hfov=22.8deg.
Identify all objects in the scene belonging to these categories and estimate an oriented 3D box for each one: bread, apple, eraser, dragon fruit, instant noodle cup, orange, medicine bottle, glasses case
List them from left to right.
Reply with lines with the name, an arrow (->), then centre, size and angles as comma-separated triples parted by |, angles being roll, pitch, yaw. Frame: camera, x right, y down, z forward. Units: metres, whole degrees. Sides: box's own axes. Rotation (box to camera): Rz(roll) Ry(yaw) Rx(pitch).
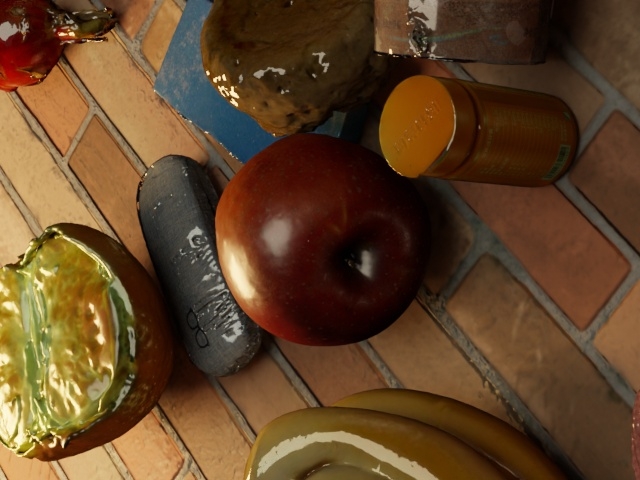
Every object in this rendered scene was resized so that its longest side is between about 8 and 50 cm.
dragon fruit -> -0.367, -0.271, 2.091 | 0.246, 0.125, 0.125 | -5, 71, 28
orange -> -0.294, 0.120, 1.920 | 0.334, 0.196, 0.263 | -41, 71, 52
glasses case -> -0.144, 0.027, 1.878 | 0.109, 0.067, 0.282 | -39, 64, 34
eraser -> -0.073, -0.164, 1.835 | 0.312, 0.042, 0.144 | 39, 114, 38
bread -> -0.016, -0.209, 1.686 | 0.230, 0.123, 0.230 | -11, 47, 12
apple -> 0.000, 0.000, 1.640 | 0.201, 0.218, 0.218 | -133, 57, -64
bread -> 0.091, 0.336, 1.511 | 0.424, 0.245, 0.329 | 48, 120, 30
instant noodle cup -> 0.139, -0.276, 1.529 | 0.217, 0.217, 0.207 | 12, 104, 44
medicine bottle -> 0.153, -0.101, 1.509 | 0.096, 0.192, 0.096 | -1, 88, 44

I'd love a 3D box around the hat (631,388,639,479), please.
hat -> 0.364, 0.148, 1.355 | 0.236, 0.107, 0.286 | -27, 68, 10
